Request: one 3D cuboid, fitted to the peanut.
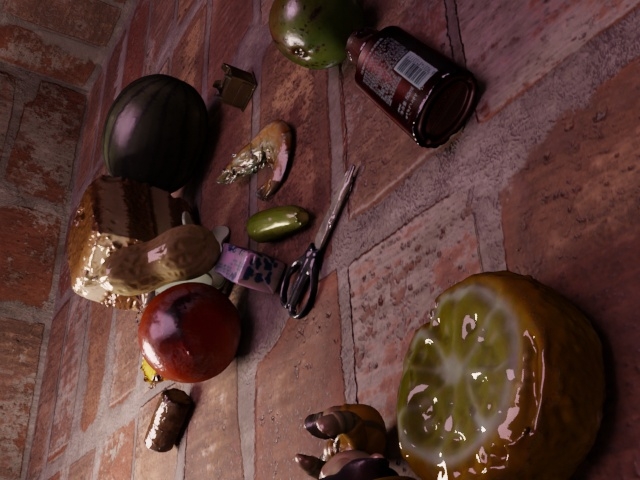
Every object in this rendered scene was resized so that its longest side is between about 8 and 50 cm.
[{"bbox_3d":[-0.331,0.041,1.492,0.123,0.257,0.123,162,90,-78],"label":"peanut"}]

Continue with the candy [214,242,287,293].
[{"bbox_3d":[-0.142,0.054,1.454,0.160,0.092,0.073,15,84,64],"label":"candy"}]

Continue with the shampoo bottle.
[{"bbox_3d":[0.127,-0.260,1.146,0.129,0.084,0.323,-60,30,17],"label":"shampoo bottle"}]

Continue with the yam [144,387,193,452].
[{"bbox_3d":[-0.347,0.409,1.659,0.141,0.079,0.079,-67,29,15],"label":"yam"}]

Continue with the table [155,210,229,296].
[{"bbox_3d":[-0.292,0.048,1.672,0.166,0.167,0.198,-49,29,38],"label":"table"}]

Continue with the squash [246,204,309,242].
[{"bbox_3d":[-0.085,-0.034,1.428,0.201,0.066,0.066,-10,67,56],"label":"squash"}]

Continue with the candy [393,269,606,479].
[{"bbox_3d":[0.186,0.158,0.795,0.260,0.118,0.259,-39,42,46],"label":"candy"}]

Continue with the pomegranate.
[{"bbox_3d":[0.003,-0.435,1.375,0.181,0.182,0.224,-26,38,54],"label":"pomegranate"}]

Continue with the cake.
[{"bbox_3d":[-0.483,0.019,1.873,0.255,0.290,0.282,-60,34,31],"label":"cake"}]

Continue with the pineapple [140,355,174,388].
[{"bbox_3d":[-0.367,0.258,1.764,0.225,0.076,0.224,-39,41,44],"label":"pineapple"}]

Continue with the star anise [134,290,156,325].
[{"bbox_3d":[-0.396,0.152,1.714,0.208,0.063,0.171,-149,62,-61],"label":"star anise"}]

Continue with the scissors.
[{"bbox_3d":[0.000,0.000,1.303,0.109,0.022,0.300,45,114,54],"label":"scissors"}]

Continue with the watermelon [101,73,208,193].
[{"bbox_3d":[-0.454,-0.273,1.982,0.279,0.279,0.359,42,116,59],"label":"watermelon"}]

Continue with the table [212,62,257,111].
[{"bbox_3d":[-0.217,-0.386,1.817,0.083,0.082,0.070,-56,33,31],"label":"table"}]

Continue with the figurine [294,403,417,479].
[{"bbox_3d":[0.045,0.319,0.920,0.256,0.167,0.192,-80,-1,-56],"label":"figurine"}]

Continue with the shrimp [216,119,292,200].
[{"bbox_3d":[-0.148,-0.151,1.614,0.296,0.058,0.169,-33,51,46],"label":"shrimp"}]

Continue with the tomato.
[{"bbox_3d":[-0.266,0.186,1.484,0.184,0.208,0.208,114,156,-53],"label":"tomato"}]
